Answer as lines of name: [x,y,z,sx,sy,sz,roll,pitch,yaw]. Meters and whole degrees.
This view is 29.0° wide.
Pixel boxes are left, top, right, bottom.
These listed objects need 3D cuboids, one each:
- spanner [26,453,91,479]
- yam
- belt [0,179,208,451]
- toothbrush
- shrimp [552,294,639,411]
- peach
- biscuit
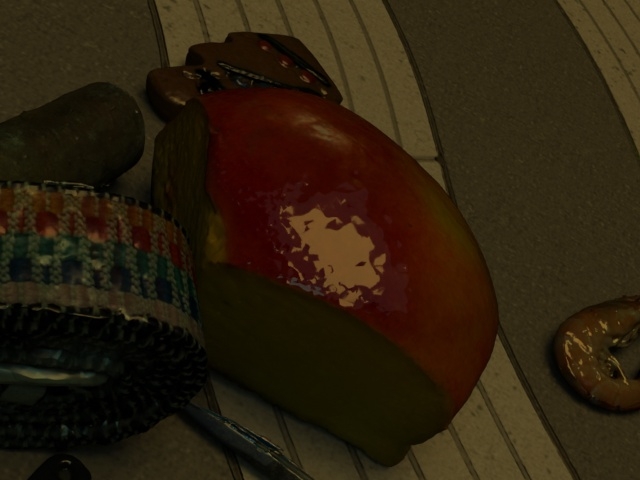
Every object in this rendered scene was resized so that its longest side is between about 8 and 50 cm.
spanner: [-0.269,0.252,0.897,0.087,0.024,0.316,33,38,6]
yam: [-0.267,-0.072,1.164,0.106,0.106,0.259,42,37,8]
belt: [-0.241,0.052,0.982,0.295,0.206,0.160,2,52,-14]
toothbrush: [0.042,0.258,1.106,0.413,0.042,0.035,35,2,1]
shrimp: [0.362,0.126,1.459,0.236,0.053,0.133,-21,62,-43]
peach: [0.000,0.000,1.181,0.380,0.242,0.306,31,43,-4]
biscuit: [-0.063,-0.167,1.460,0.278,0.043,0.301,26,39,-12]
